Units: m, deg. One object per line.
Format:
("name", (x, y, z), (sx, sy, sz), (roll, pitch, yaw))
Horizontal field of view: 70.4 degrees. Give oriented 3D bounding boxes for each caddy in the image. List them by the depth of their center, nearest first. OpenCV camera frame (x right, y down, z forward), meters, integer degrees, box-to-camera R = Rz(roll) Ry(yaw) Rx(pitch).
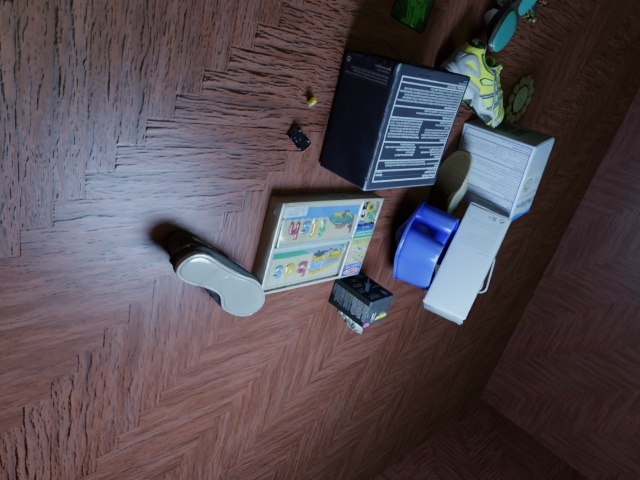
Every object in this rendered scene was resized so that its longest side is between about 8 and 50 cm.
("caddy", (0.340, 0.017, 1.565), (0.241, 0.179, 0.341), (-57, 160, -24))

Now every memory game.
("memory game", (0.765, -0.543, 1.749), (0.186, 0.012, 0.186), (-27, 135, -31))

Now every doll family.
("doll family", (0.687, -0.767, 1.443), (0.193, 0.076, 0.111), (-51, 138, -10))

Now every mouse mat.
("mouse mat", (0.249, -0.627, 1.120), (0.153, 0.007, 0.189), (-3, 120, -47))

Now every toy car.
("toy car", (-0.025, -0.266, 1.053), (0.122, 0.060, 0.040), (-56, 176, 11))

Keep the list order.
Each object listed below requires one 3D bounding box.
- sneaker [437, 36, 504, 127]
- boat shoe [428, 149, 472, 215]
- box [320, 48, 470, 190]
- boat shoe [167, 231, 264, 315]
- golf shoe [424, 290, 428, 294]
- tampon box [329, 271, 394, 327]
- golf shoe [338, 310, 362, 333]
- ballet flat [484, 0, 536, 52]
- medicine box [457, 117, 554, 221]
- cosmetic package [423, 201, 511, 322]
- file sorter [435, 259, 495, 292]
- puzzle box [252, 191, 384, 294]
("sneaker", (0.500, -0.466, 1.382), (0.147, 0.145, 0.385), (-48, 148, 20))
("boat shoe", (0.466, -0.188, 1.615), (0.098, 0.109, 0.302), (-25, 139, -42))
("box", (0.184, -0.299, 1.149), (0.296, 0.183, 0.293), (-10, 123, -42))
("boat shoe", (-0.233, 0.079, 1.061), (0.112, 0.095, 0.335), (-37, 146, 1))
("golf shoe", (0.510, 0.206, 2.003), (0.186, 0.068, 0.085), (19, 75, -51))
("tampon box", (0.132, 0.189, 1.479), (0.121, 0.161, 0.101), (-10, 124, -43))
("golf shoe", (0.129, 0.272, 1.622), (0.086, 0.069, 0.176), (-50, 144, -18))
("ballet flat", (0.555, -0.673, 1.347), (0.280, 0.096, 0.095), (-51, 141, -5))
("medicine box", (0.623, -0.254, 1.600), (0.149, 0.263, 0.289), (-24, 133, -35))
("cosmetic package", (0.512, 0.091, 1.605), (0.384, 0.156, 0.217), (-60, 161, -9))
("file sorter", (0.577, 0.105, 1.866), (0.278, 0.173, 0.192), (15, 91, -51))
("puzzle box", (0.000, 0.000, 1.283), (0.409, 0.052, 0.272), (-8, 124, -45))
